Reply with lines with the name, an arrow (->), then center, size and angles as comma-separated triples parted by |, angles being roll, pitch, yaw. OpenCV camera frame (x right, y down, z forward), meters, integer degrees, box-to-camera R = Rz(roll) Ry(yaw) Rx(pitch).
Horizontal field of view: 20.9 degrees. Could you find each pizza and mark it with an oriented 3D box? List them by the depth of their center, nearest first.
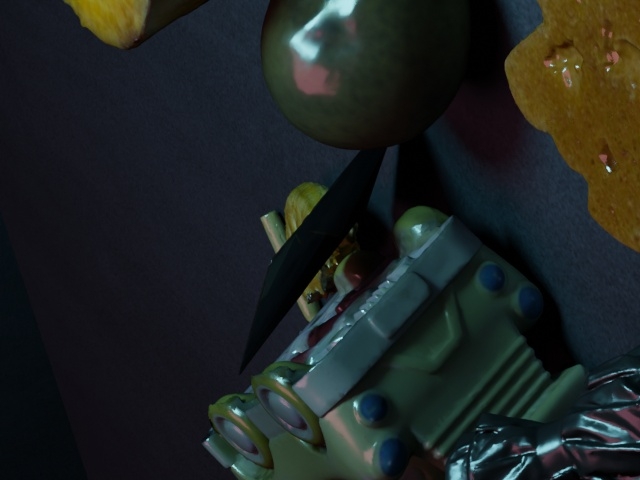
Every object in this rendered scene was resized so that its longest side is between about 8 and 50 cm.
pizza -> 0.003, 0.000, 1.749 | 0.246, 0.058, 0.127 | 95, 160, -68

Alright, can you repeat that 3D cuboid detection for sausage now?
sausage -> -0.031, 0.029, 1.929 | 0.132, 0.024, 0.024 | 65, 160, 0

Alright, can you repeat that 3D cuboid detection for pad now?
pad -> 0.002, -0.006, 1.511 | 0.004, 0.243, 0.164 | 30, 140, 11

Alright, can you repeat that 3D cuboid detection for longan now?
longan -> 0.038, -0.162, 1.358 | 0.167, 0.167, 0.187 | 51, 137, 33

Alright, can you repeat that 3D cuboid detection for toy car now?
toy car -> 0.066, 0.138, 1.529 | 0.226, 0.242, 0.336 | 44, 157, -1

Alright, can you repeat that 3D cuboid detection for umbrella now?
umbrella -> 0.164, 0.170, 1.279 | 0.340, 0.118, 0.118 | -30, 83, 31

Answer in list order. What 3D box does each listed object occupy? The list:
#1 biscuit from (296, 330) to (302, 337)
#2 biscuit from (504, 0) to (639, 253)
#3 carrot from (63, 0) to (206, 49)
biscuit -> 0.026, 0.165, 1.938 | 0.206, 0.025, 0.126 | 44, 152, 42
biscuit -> 0.216, -0.123, 1.124 | 0.284, 0.043, 0.306 | 47, 151, 43
carrot -> -0.077, -0.277, 1.375 | 0.196, 0.254, 0.196 | 43, 146, 39
